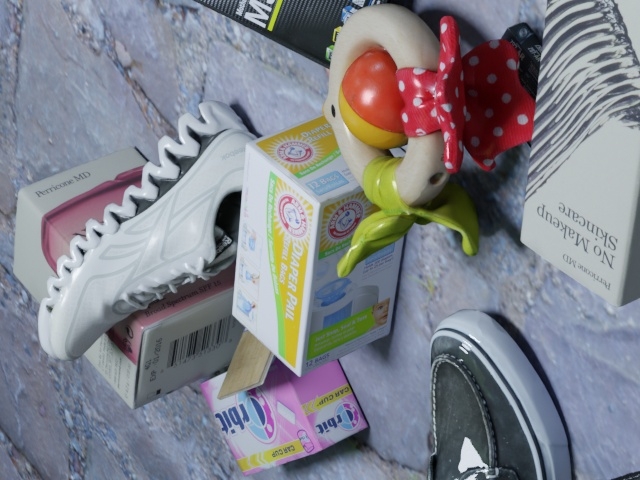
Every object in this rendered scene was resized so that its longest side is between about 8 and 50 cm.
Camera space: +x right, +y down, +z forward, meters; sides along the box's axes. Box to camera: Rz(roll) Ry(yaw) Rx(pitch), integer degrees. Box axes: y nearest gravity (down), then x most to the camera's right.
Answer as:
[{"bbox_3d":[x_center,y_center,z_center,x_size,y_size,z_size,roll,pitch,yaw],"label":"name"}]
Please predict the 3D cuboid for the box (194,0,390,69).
[{"bbox_3d":[-0.023,-0.241,1.605,0.184,0.045,0.190,26,141,0],"label":"box"}]

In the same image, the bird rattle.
[{"bbox_3d":[0.062,-0.094,1.548,0.207,0.143,0.253,58,156,31],"label":"bird rattle"}]

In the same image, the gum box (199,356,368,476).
[{"bbox_3d":[-0.042,0.165,1.963,0.188,0.062,0.107,-28,86,58],"label":"gum box"}]

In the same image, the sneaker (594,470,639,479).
[{"bbox_3d":[0.234,0.219,1.610,0.109,0.040,0.044,-22,93,59],"label":"sneaker"}]

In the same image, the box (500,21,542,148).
[{"bbox_3d":[0.162,-0.116,1.514,0.083,0.018,0.067,54,147,18],"label":"box"}]

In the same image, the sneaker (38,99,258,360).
[{"bbox_3d":[-0.153,0.008,1.856,0.118,0.292,0.110,40,-179,16],"label":"sneaker"}]

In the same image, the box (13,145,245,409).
[{"bbox_3d":[-0.193,0.035,2.021,0.232,0.148,0.127,45,143,30],"label":"box"}]

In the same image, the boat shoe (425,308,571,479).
[{"bbox_3d":[0.142,0.228,1.676,0.121,0.119,0.335,5,114,55],"label":"boat shoe"}]

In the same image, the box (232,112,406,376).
[{"bbox_3d":[0.000,0.000,1.743,0.103,0.114,0.203,40,139,35],"label":"box"}]

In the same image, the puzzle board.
[{"bbox_3d":[-0.055,0.091,1.899,0.011,0.128,0.096,30,155,-18],"label":"puzzle board"}]

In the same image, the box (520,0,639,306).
[{"bbox_3d":[0.219,-0.100,1.368,0.113,0.094,0.275,36,137,39],"label":"box"}]
